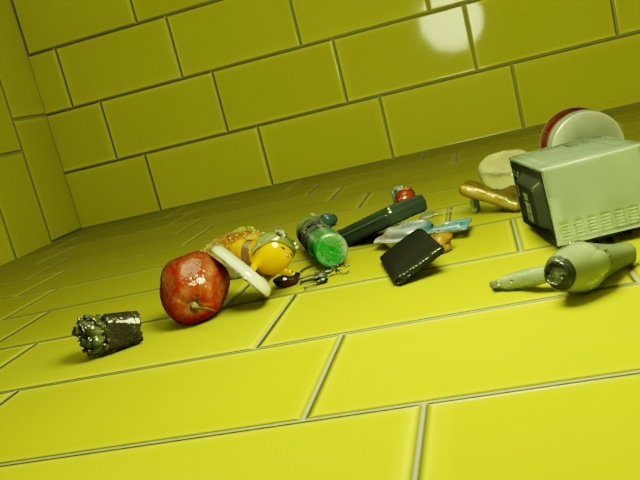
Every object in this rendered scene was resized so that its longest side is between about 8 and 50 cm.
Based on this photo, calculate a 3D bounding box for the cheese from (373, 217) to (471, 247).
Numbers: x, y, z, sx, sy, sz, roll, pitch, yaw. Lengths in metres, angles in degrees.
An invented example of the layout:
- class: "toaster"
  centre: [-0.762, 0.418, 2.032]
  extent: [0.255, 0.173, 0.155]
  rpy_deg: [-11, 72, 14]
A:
- class: "cheese"
  centre: [0.251, -0.021, 1.884]
  extent: [0.244, 0.052, 0.135]
  rpy_deg: [-10, 13, 19]

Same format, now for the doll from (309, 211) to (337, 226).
- class: "doll"
  centre: [0.017, -0.067, 2.436]
  extent: [0.083, 0.050, 0.076]
  rpy_deg: [-6, -4, 44]

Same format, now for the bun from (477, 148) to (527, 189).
- class: "bun"
  centre: [0.565, -0.199, 2.273]
  extent: [0.188, 0.111, 0.164]
  rpy_deg: [-3, 32, 35]

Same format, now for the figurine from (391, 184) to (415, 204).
- class: "figurine"
  centre: [0.267, -0.140, 2.434]
  extent: [0.075, 0.068, 0.140]
  rpy_deg: [-10, 9, 7]

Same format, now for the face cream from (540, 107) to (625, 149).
- class: "face cream"
  centre: [0.739, -0.274, 2.154]
  extent: [0.201, 0.201, 0.187]
  rpy_deg: [-13, 11, 8]

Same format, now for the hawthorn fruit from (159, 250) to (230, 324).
- class: "hawthorn fruit"
  centre: [-0.279, 0.120, 1.656]
  extent: [0.162, 0.162, 0.203]
  rpy_deg: [-13, 29, 3]

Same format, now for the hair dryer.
- class: "hair dryer"
  centre: [0.434, 0.047, 1.301]
  extent: [0.219, 0.088, 0.225]
  rpy_deg: [-11, -6, -19]

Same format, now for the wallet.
- class: "wallet"
  centre: [0.194, 0.028, 1.655]
  extent: [0.124, 0.025, 0.244]
  rpy_deg: [-37, 10, 4]

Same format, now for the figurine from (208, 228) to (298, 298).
- class: "figurine"
  centre: [-0.147, 0.022, 1.712]
  extent: [0.141, 0.166, 0.250]
  rpy_deg: [-52, 38, -6]

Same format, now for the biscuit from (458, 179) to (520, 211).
- class: "biscuit"
  centre: [0.470, -0.129, 2.033]
  extent: [0.183, 0.039, 0.174]
  rpy_deg: [18, 24, 15]

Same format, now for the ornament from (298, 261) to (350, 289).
- class: "ornament"
  centre: [0.013, 0.079, 1.745]
  extent: [0.125, 0.028, 0.073]
  rpy_deg: [-18, 10, -10]

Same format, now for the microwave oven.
- class: "microwave oven"
  centre: [0.541, -0.103, 1.584]
  extent: [0.237, 0.181, 0.295]
  rpy_deg: [-15, 10, 4]

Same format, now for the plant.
- class: "plant"
  centre: [-0.448, 0.192, 1.597]
  extent: [0.143, 0.092, 0.094]
  rpy_deg: [-10, 15, -21]

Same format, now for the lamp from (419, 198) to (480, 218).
- class: "lamp"
  centre: [0.360, -0.094, 2.135]
  extent: [0.198, 0.056, 0.050]
  rpy_deg: [-9, 14, 41]

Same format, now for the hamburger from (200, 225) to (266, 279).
- class: "hamburger"
  centre: [-0.234, 0.034, 2.059]
  extent: [0.210, 0.116, 0.173]
  rpy_deg: [-6, 16, 39]

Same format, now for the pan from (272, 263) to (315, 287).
- class: "pan"
  centre: [-0.058, 0.086, 1.802]
  extent: [0.115, 0.023, 0.068]
  rpy_deg: [-22, 12, -25]

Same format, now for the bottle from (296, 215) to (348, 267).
- class: "bottle"
  centre: [0.000, 0.000, 1.991]
  extent: [0.093, 0.093, 0.330]
  rpy_deg: [-15, 11, -6]

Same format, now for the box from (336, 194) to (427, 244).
- class: "box"
  centre: [0.159, -0.052, 2.020]
  extent: [0.160, 0.050, 0.230]
  rpy_deg: [-22, -3, -42]

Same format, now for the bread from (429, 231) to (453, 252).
- class: "bread"
  centre: [0.265, 0.006, 1.743]
  extent: [0.083, 0.046, 0.081]
  rpy_deg: [-12, 8, 16]
